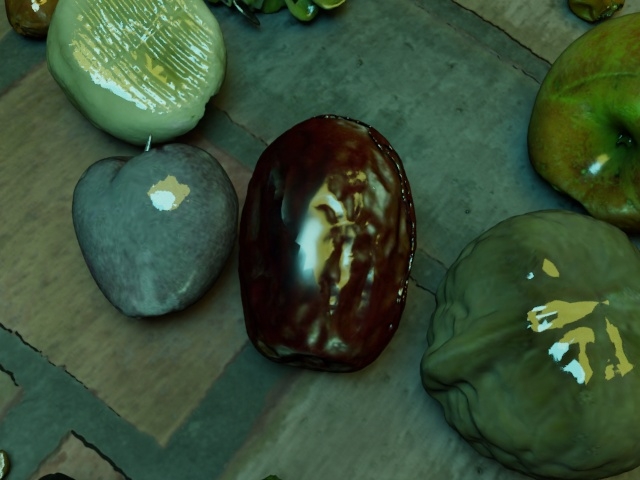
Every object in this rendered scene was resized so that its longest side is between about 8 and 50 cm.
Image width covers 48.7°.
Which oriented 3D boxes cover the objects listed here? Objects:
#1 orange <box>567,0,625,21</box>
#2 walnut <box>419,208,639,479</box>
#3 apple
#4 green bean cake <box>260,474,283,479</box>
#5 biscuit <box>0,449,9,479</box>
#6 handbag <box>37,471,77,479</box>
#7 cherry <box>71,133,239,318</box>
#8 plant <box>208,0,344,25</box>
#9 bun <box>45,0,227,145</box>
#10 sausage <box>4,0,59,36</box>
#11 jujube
[{"bbox_3d":[0.361,-0.331,0.934,0.086,0.062,0.086,-3,94,-42],"label":"orange"},{"bbox_3d":[0.216,0.095,0.655,0.248,0.248,0.248,3,68,-7],"label":"walnut"},{"bbox_3d":[0.372,-0.133,0.793,0.226,0.246,0.246,-27,73,-36],"label":"apple"},{"bbox_3d":[-0.091,0.305,0.443,0.250,0.156,0.246,-21,83,-11],"label":"green bean cake"},{"bbox_3d":[-0.350,0.221,0.637,0.130,0.019,0.119,36,68,7],"label":"biscuit"},{"bbox_3d":[-0.172,0.358,0.557,0.285,0.113,0.257,32,73,-2],"label":"handbag"},{"bbox_3d":[-0.155,-0.015,0.690,0.176,0.140,0.176,2,96,24],"label":"cherry"},{"bbox_3d":[-0.059,-0.347,0.774,0.306,0.261,0.297,-14,61,-25],"label":"plant"},{"bbox_3d":[-0.194,-0.193,0.774,0.193,0.128,0.178,47,69,0],"label":"bun"},{"bbox_3d":[-0.297,-0.318,0.835,0.076,0.076,0.197,27,67,4],"label":"sausage"},{"bbox_3d":[0.000,0.000,0.689,0.183,0.183,0.243,11,72,-3],"label":"jujube"}]
